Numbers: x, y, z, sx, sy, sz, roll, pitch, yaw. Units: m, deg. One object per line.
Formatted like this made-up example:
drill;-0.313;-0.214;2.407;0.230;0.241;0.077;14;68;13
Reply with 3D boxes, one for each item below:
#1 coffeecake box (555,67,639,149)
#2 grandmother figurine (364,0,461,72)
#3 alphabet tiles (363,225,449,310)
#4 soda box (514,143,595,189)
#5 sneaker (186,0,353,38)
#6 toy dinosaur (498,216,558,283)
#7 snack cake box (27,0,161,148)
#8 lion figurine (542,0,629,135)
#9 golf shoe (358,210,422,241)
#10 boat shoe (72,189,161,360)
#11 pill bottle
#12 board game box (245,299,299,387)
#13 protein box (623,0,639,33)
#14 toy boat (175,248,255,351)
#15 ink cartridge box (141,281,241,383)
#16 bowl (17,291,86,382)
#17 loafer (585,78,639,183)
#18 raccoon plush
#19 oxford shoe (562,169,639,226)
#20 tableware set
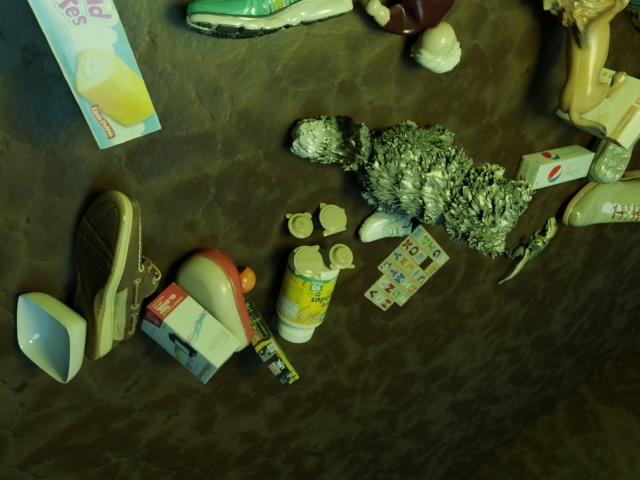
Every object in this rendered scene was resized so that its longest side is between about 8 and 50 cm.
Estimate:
coffeecake box;0.708;-0.331;1.206;0.068;0.185;0.142;16;113;-39
grandmother figurine;0.169;-0.441;0.845;0.207;0.104;0.342;-31;132;3
alphabet tiles;0.229;0.088;1.336;0.237;0.009;0.198;-46;134;5
soda box;0.640;-0.203;1.340;0.216;0.069;0.074;-15;129;-24
sneaker;-0.080;-0.377;0.752;0.275;0.107;0.110;-24;113;-22
toy dinosaur;0.640;0.033;1.525;0.268;0.064;0.118;-50;140;13
snack cake box;-0.306;-0.272;0.628;0.089;0.152;0.265;-24;133;-16
lion figurine;0.560;-0.393;1.041;0.240;0.142;0.393;-29;110;-41
golf shoe;0.175;-0.037;1.156;0.176;0.086;0.069;-29;135;-10
boat shoe;-0.357;0.061;0.882;0.123;0.123;0.342;-16;132;-50
pill bottle;-0.036;0.127;1.120;0.117;0.118;0.209;-2;123;-31
board game box;-0.124;0.239;1.131;0.048;0.141;0.170;-33;134;-10
protein box;0.824;-0.592;1.120;0.201;0.136;0.200;15;114;-39
toy boat;-0.193;0.108;1.014;0.151;0.150;0.231;-48;144;-37
ink cartridge box;-0.254;0.183;0.954;0.072;0.175;0.127;-48;178;-38
bowl;-0.473;0.166;0.874;0.053;0.142;0.142;-34;147;-58
loafer;0.840;-0.309;1.373;0.112;0.111;0.320;30;93;-7
raccoon plush;0.183;-0.093;0.961;0.445;0.299;0.216;-5;121;-29
oxford shoe;0.935;-0.119;1.534;0.396;0.146;0.141;-20;132;-18
tableware set;0.000;0.000;1.044;0.140;0.169;0.020;-5;165;-22
